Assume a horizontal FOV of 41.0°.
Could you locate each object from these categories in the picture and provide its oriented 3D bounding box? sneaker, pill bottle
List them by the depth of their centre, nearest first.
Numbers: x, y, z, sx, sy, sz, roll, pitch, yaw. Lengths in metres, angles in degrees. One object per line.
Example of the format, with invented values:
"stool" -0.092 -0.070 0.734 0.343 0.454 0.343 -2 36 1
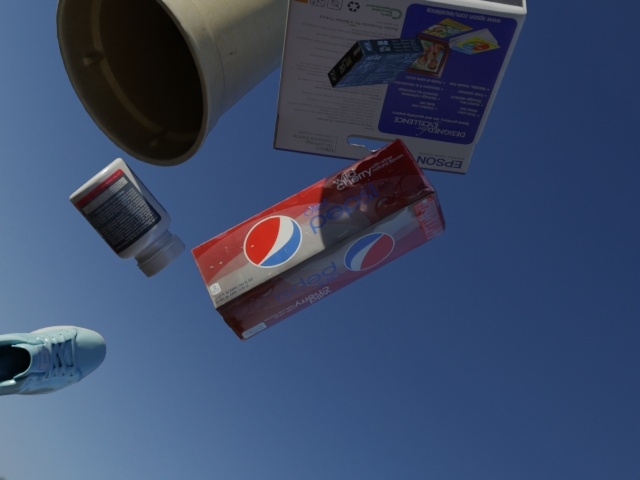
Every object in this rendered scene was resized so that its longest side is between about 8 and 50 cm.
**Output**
"pill bottle" -0.306 -0.032 1.381 0.180 0.108 0.108 52 -26 -13
"sneaker" -0.550 0.237 1.632 0.150 0.366 0.135 -7 -90 44

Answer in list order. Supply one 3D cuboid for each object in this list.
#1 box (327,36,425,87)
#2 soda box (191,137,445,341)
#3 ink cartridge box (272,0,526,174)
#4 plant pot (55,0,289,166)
"box" 0.059 -0.188 0.905 0.067 0.083 0.018 -39 -113 54
"soda box" 0.000 0.000 0.937 0.092 0.263 0.083 62 0 37
"ink cartridge box" 0.095 -0.234 1.198 0.307 0.303 0.072 102 -6 -53
"plant pot" -0.214 -0.338 1.448 0.334 0.305 0.334 23 -48 28
